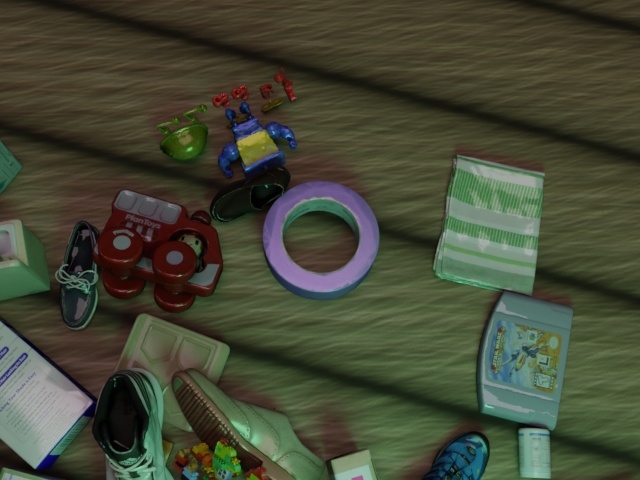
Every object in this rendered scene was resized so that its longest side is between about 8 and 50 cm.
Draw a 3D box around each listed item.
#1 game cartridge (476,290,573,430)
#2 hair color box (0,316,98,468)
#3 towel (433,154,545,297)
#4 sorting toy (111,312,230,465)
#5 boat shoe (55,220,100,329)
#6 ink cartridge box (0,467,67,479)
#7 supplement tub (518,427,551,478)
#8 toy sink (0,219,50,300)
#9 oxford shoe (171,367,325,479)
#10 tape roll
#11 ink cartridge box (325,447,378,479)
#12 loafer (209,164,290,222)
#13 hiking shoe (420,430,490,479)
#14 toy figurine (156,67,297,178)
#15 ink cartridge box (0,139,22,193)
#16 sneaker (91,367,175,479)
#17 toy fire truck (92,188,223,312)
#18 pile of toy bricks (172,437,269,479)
[{"bbox_3d":[0.470,0.274,1.813,0.198,0.062,0.297,15,73,-2],"label":"game cartridge"},{"bbox_3d":[-0.676,0.327,1.722,0.339,0.110,0.185,38,77,7],"label":"hair color box"},{"bbox_3d":[0.421,-0.041,1.914,0.248,0.038,0.324,12,73,0],"label":"towel"},{"bbox_3d":[-0.364,0.344,1.767,0.229,0.041,0.307,21,79,3],"label":"sorting toy"},{"bbox_3d":[-0.563,0.079,1.815,0.095,0.079,0.254,8,73,0],"label":"boat shoe"},{"bbox_3d":[-0.626,0.527,1.660,0.209,0.109,0.062,13,73,2],"label":"ink cartridge box"},{"bbox_3d":[0.480,0.477,1.740,0.071,0.071,0.107,4,74,-1],"label":"supplement tub"},{"bbox_3d":[-0.722,0.040,1.741,0.153,0.234,0.131,-13,74,-5],"label":"toy sink"},{"bbox_3d":[-0.161,0.414,1.712,0.397,0.140,0.146,46,52,1],"label":"oxford shoe"},{"bbox_3d":[0.000,0.000,1.858,0.275,0.090,0.274,1,72,-3],"label":"tape roll"},{"bbox_3d":[0.086,0.565,1.634,0.088,0.193,0.234,-14,74,-7],"label":"ink cartridge box"},{"bbox_3d":[-0.173,-0.104,1.848,0.220,0.078,0.080,-30,119,16],"label":"loafer"},{"bbox_3d":[0.270,0.539,1.681,0.113,0.132,0.304,41,76,10],"label":"hiking shoe"},{"bbox_3d":[-0.187,-0.229,1.876,0.363,0.191,0.217,-26,81,-8],"label":"toy figurine"},{"bbox_3d":[-0.833,-0.097,1.802,0.065,0.186,0.311,29,75,4],"label":"ink cartridge box"},{"bbox_3d":[-0.395,0.485,1.587,0.169,0.257,0.447,-10,80,-2],"label":"sneaker"},{"bbox_3d":[-0.369,0.010,1.814,0.302,0.169,0.253,15,55,1],"label":"toy fire truck"},{"bbox_3d":[-0.205,0.463,1.611,0.212,0.118,0.105,26,102,36],"label":"pile of toy bricks"}]
